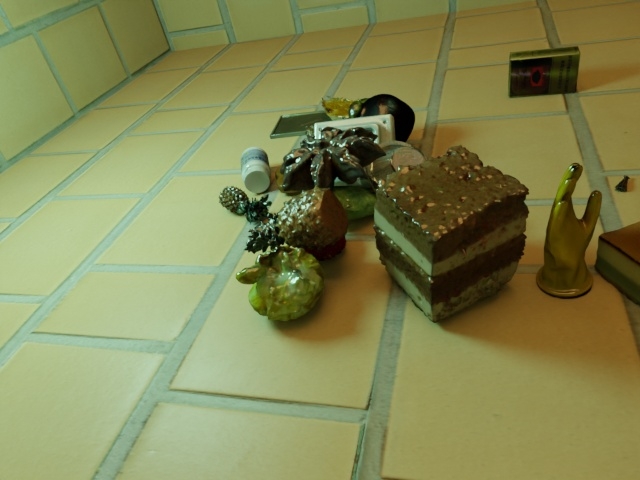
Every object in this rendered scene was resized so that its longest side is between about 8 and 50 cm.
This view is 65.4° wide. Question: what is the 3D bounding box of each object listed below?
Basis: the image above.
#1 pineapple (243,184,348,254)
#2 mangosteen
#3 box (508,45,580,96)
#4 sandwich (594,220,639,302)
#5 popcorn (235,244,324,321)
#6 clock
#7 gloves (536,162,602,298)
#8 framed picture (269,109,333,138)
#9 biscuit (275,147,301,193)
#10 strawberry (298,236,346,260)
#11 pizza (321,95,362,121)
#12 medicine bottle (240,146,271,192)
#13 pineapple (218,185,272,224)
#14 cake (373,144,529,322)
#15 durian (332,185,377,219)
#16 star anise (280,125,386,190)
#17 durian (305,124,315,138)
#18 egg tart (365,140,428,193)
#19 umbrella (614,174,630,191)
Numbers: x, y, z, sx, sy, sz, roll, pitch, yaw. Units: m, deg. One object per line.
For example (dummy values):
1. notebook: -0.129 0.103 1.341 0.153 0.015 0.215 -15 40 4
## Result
1. pineapple: -0.074 -0.031 1.273 0.279 0.157 0.157 -19 30 31
2. mangosteen: 0.198 -0.404 1.733 0.243 0.242 0.242 -9 36 7
3. box: 0.838 -0.633 1.882 0.241 0.159 0.071 2 41 18
4. sandwich: 0.724 0.052 1.036 0.186 0.108 0.220 -18 34 -4
5. popcorn: -0.096 0.097 1.187 0.198 0.213 0.197 -41 30 30
6. clock: 0.106 -0.281 1.590 0.263 0.230 0.116 -3 -5 14
7. gloves: 0.522 -0.023 1.047 0.116 0.294 0.133 4 39 25
8. framed picture: -0.055 -0.500 2.121 0.290 0.016 0.213 -4 37 14
9. biscuit: -0.068 -0.250 1.766 0.186 0.044 0.295 0 37 24
10. strawberry: 0.000 0.000 1.367 0.145 0.086 0.145 -10 38 8
11. pizza: 0.105 -0.530 2.046 0.297 0.071 0.189 22 49 26
12. medicine bottle: -0.230 -0.251 1.768 0.103 0.102 0.186 -14 35 0
13. pineapple: -0.251 -0.126 1.624 0.221 0.083 0.103 26 52 39
14. cake: 0.286 -0.013 1.118 0.256 0.290 0.282 -24 38 -11
15. durian: 0.064 -0.109 1.445 0.251 0.101 0.139 -1 4 -23
16. star anise: 0.024 -0.238 1.426 0.332 0.117 0.331 -17 33 12
17. durian: -0.026 -0.412 1.935 0.091 0.080 0.080 46 55 1
18. egg tart: 0.246 -0.203 1.467 0.235 0.094 0.233 9 64 -18
19. umbrella: 0.827 -0.155 1.361 0.032 0.020 0.083 18 41 36
